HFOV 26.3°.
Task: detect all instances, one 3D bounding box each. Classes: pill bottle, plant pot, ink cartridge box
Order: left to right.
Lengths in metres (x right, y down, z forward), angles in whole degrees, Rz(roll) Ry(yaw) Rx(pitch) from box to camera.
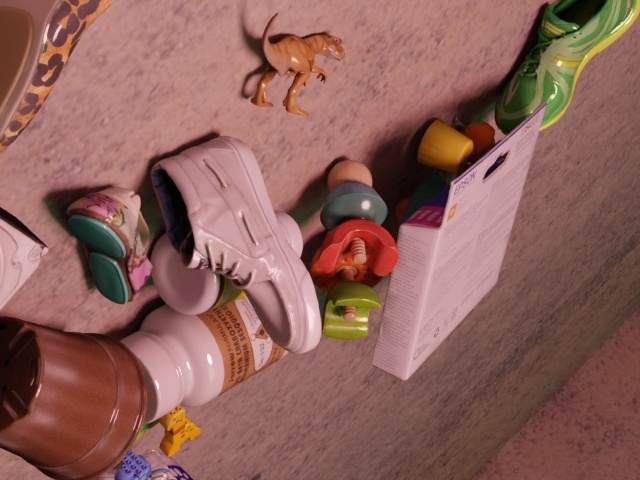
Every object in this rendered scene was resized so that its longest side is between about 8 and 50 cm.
[{"bbox_3d":[-0.295,0.158,1.437,0.167,0.167,0.165,-51,149,1],"label":"plant pot"},{"bbox_3d":[-0.149,0.129,1.676,0.229,0.131,0.131,-28,148,-43],"label":"pill bottle"},{"bbox_3d":[-0.105,0.018,1.625,0.184,0.103,0.103,-19,142,-50],"label":"pill bottle"},{"bbox_3d":[0.196,-0.014,1.937,0.324,0.071,0.330,-38,145,-50],"label":"ink cartridge box"}]

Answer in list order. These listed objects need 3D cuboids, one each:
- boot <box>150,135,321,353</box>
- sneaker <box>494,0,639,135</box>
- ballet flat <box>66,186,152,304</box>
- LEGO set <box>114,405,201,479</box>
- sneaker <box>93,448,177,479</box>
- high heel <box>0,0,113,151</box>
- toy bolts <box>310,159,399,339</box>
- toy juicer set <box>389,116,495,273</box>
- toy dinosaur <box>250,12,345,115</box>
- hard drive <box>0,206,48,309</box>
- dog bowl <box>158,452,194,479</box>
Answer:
[{"bbox_3d":[-0.100,0.019,1.495,0.123,0.258,0.095,-22,177,-40],"label":"boot"},{"bbox_3d":[0.346,-0.286,2.024,0.295,0.109,0.123,-53,138,4],"label":"sneaker"},{"bbox_3d":[-0.215,-0.007,1.444,0.079,0.077,0.221,-62,167,-23],"label":"ballet flat"},{"bbox_3d":[-0.222,0.241,1.770,0.227,0.087,0.093,-38,154,-29],"label":"LEGO set"},{"bbox_3d":[-0.288,0.330,1.810,0.190,0.083,0.071,-17,136,-15],"label":"sneaker"},{"bbox_3d":[-0.190,-0.192,1.161,0.186,0.093,0.261,-6,122,-51],"label":"high heel"},{"bbox_3d":[0.000,0.000,1.819,0.218,0.158,0.228,7,142,-16],"label":"toy bolts"},{"bbox_3d":[0.170,-0.042,2.067,0.209,0.089,0.329,-31,141,-56],"label":"toy juicer set"},{"bbox_3d":[-0.041,-0.197,1.498,0.211,0.064,0.112,-18,124,-66],"label":"toy dinosaur"},{"bbox_3d":[-0.416,0.087,1.217,0.339,0.064,0.237,-48,157,-4],"label":"hard drive"},{"bbox_3d":[-0.273,0.436,1.946,0.265,0.104,0.265,-40,155,-23],"label":"dog bowl"}]
